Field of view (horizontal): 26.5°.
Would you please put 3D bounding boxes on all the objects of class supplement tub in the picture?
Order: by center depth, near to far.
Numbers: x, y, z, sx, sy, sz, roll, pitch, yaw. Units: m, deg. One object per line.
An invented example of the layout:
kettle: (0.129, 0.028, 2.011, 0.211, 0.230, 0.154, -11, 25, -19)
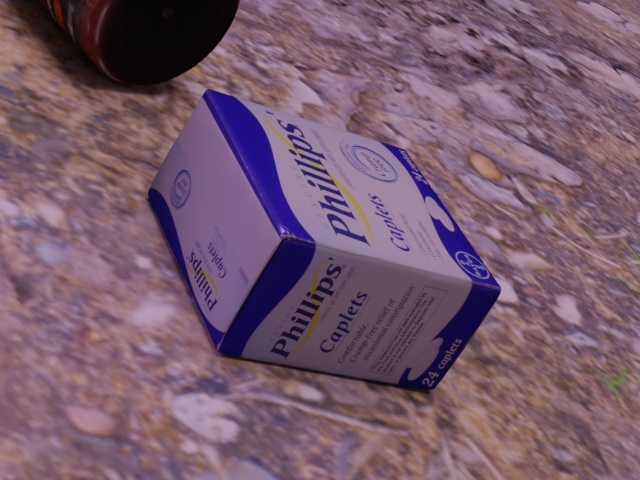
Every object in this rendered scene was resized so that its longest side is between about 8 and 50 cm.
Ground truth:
supplement tub: (-0.141, -0.189, 0.827, 0.106, 0.106, 0.198, 0, 40, -49)

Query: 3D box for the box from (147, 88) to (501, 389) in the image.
box: (0.000, 0.000, 0.690, 0.137, 0.072, 0.126, 13, 31, -35)
